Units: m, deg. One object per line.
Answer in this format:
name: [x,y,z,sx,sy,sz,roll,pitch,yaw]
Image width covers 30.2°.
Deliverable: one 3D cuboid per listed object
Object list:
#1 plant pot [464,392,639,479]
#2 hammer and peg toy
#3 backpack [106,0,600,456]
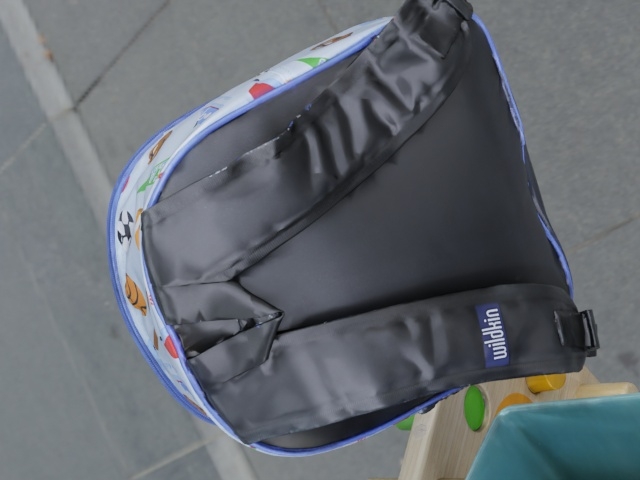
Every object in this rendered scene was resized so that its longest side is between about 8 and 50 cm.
plant pot: [0.189,0.217,0.608,0.166,0.165,0.234,-16,122,47]
hammer and peg toy: [0.149,0.227,0.995,0.127,0.361,0.266,-9,142,39]
backpack: [0.000,0.000,0.755,0.213,0.263,0.276,-9,105,62]
